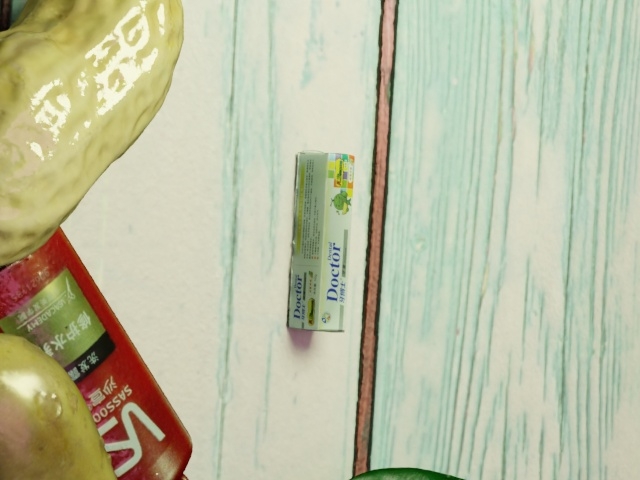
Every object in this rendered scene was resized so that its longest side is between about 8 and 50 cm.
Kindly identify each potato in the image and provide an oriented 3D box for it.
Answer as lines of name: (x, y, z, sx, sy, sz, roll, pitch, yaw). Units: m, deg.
potato: (-0.252, 0.196, 1.457, 0.191, 0.141, 0.296, -17, 121, 9)

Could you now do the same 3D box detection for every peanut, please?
peanut: (-0.213, -0.112, 1.481, 0.313, 0.152, 0.152, -49, 118, -27)

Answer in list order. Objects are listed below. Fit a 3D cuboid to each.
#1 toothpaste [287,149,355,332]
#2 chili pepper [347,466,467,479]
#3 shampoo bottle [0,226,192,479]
toothpaste: (0.000, 0.000, 1.708, 0.034, 0.046, 0.164, 4, 89, -40)
chili pepper: (0.096, 0.343, 1.657, 0.233, 0.256, 0.248, -48, 128, -42)
shampoo bottle: (-0.189, 0.134, 1.553, 0.118, 0.076, 0.314, -43, 115, -31)
